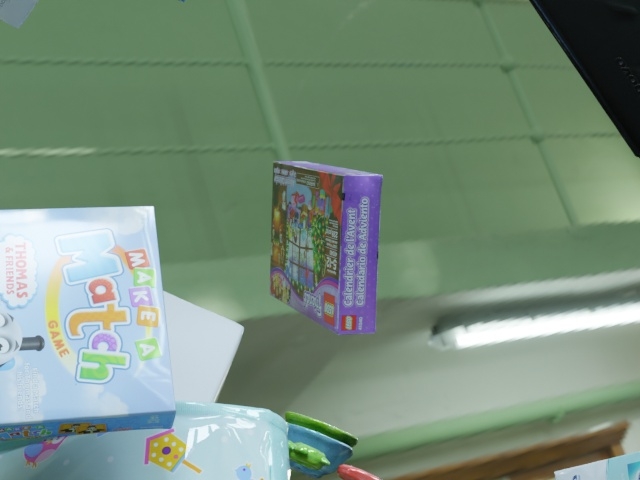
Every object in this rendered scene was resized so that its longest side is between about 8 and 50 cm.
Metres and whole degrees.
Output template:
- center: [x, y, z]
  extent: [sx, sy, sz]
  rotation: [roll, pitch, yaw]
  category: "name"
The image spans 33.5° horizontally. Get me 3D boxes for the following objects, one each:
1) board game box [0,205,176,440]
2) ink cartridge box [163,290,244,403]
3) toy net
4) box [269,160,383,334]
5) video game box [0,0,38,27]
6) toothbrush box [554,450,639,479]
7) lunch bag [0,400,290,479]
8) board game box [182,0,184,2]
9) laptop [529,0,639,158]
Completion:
- center: [-0.211, 0.054, 0.711]
  extent: [0.212, 0.160, 0.039]
  rotation: [-2, -30, -17]
  category: "board game box"
- center: [-0.242, 0.277, 1.127]
  extent: [0.166, 0.285, 0.395]
  rotation: [22, -63, -2]
  category: "ink cartridge box"
- center: [0.073, 0.204, 0.887]
  extent: [0.232, 0.045, 0.122]
  rotation: [23, -18, -1]
  category: "toy net"
- center: [0.000, 0.000, 1.437]
  extent: [0.057, 0.200, 0.293]
  rotation: [-1, 7, -20]
  category: "box"
- center: [-0.174, -0.281, 0.785]
  extent: [0.048, 0.205, 0.187]
  rotation: [31, -33, -23]
  category: "video game box"
- center: [0.439, 0.300, 1.156]
  extent: [0.216, 0.126, 0.295]
  rotation: [18, -32, -31]
  category: "toothbrush box"
- center: [-0.139, 0.246, 0.776]
  extent: [0.262, 0.223, 0.160]
  rotation: [-13, -40, 16]
  category: "lunch bag"
- center: [-0.287, -0.397, 1.056]
  extent: [0.302, 0.308, 0.086]
  rotation: [5, -43, -42]
  category: "board game box"
- center: [0.425, -0.364, 1.355]
  extent: [0.236, 0.382, 0.408]
  rotation: [-33, 3, 29]
  category: "laptop"
